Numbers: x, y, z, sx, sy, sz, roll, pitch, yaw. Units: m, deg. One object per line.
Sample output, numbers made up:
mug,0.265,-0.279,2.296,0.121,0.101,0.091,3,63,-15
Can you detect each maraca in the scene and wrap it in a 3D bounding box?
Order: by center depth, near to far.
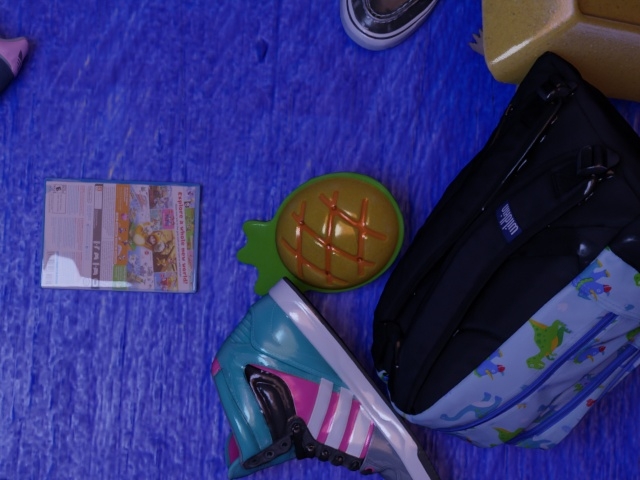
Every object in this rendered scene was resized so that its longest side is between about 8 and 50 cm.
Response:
maraca,0.000,0.000,1.347,0.185,0.099,0.127,-25,96,17

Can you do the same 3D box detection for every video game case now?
video game case,-0.214,-0.005,1.363,0.166,0.015,0.119,2,85,-5

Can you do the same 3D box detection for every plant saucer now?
plant saucer,0.311,-0.321,1.329,0.333,0.081,0.333,2,84,-37

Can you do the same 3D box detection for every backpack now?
backpack,0.200,0.048,1.248,0.355,0.290,0.273,-43,129,18

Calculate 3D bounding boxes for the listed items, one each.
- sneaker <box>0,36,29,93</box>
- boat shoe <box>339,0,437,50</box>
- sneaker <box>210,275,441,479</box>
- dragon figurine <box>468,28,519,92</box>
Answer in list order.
sneaker,-0.442,-0.267,1.328,0.131,0.112,0.319,-42,93,-24
boat shoe,0.126,-0.347,1.378,0.113,0.105,0.306,38,83,-2
sneaker,-0.012,0.204,1.315,0.178,0.124,0.295,-38,97,-1
dragon figurine,0.236,-0.251,1.376,0.144,0.085,0.289,-22,106,-35
